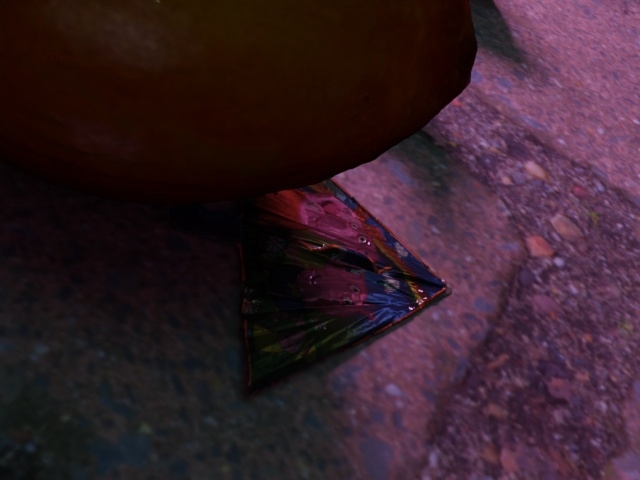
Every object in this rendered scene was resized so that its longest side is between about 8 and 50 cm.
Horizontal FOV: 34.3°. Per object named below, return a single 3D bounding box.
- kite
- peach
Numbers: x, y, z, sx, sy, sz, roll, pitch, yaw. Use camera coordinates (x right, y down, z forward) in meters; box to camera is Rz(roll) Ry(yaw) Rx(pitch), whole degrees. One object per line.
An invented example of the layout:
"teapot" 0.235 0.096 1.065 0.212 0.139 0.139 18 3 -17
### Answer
"kite" 0.000 0.000 0.773 0.234 0.016 0.321 16 40 -19
"peach" -0.080 -0.172 0.675 0.373 0.289 0.372 2 9 0
